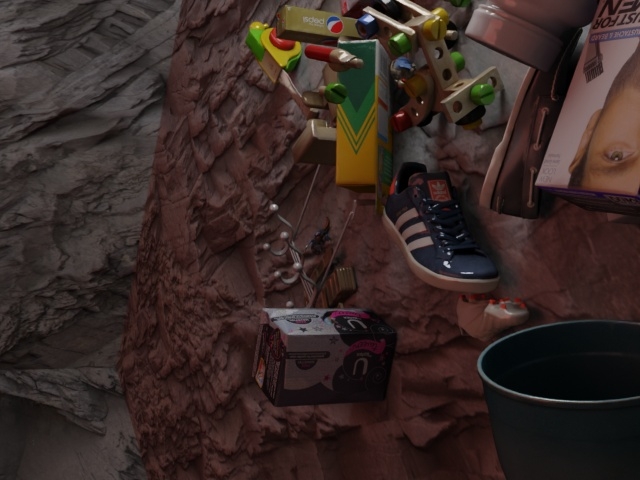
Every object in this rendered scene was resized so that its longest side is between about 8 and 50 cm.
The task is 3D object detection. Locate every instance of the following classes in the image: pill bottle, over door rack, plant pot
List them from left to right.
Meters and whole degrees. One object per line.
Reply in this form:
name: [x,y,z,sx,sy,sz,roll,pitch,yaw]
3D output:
over door rack: [-0.022,-0.032,2.030,0.324,0.108,0.239,-58,34,26]
pill bottle: [0.325,-0.399,1.240,0.318,0.176,0.176,-65,30,12]
plant pot: [0.346,0.262,1.142,0.271,0.272,0.255,18,120,64]

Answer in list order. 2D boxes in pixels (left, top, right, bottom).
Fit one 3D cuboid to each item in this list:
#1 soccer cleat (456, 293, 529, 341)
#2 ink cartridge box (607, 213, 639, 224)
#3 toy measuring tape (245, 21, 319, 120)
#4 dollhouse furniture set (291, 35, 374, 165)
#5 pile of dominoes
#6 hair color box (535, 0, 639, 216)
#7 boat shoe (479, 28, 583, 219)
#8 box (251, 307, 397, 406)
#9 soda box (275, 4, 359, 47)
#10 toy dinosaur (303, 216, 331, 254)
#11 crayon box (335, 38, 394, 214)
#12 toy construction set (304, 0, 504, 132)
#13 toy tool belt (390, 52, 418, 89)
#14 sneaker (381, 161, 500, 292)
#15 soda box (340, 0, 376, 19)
soccer cleat: [0.283,0.131,1.495,0.196,0.068,0.076,-178,86,-72]
ink cartridge box: [0.434,-0.086,1.195,0.135,0.056,0.099,147,121,-60]
toy measuring tape: [-0.072,-0.435,2.301,0.330,0.121,0.121,54,140,21]
dollhouse furniture set: [0.020,-0.290,1.975,0.212,0.161,0.242,132,135,-54]
pile of dominoes: [0.024,0.147,2.099,0.251,0.040,0.196,120,144,-59]
hair color box: [0.406,-0.201,1.108,0.185,0.110,0.339,15,86,64]
boat shoe: [0.343,-0.182,1.394,0.099,0.116,0.319,25,108,17]
box: [0.007,0.231,1.850,0.142,0.247,0.163,37,121,59]
soda box: [-0.006,-0.471,2.025,0.061,0.181,0.058,162,109,-64]
toy dinosaur: [0.000,0.000,2.160,0.090,0.047,0.082,-60,7,-20]
crayon box: [0.089,-0.208,1.785,0.203,0.083,0.323,6,-97,-77]
toy construction set: [0.161,-0.294,1.545,0.237,0.309,0.257,29,122,57]
toy tool belt: [0.165,-0.336,1.796,0.083,0.052,0.051,-92,23,-57]
sneaker: [0.205,-0.035,1.590,0.350,0.131,0.148,-131,45,-56]
soda box: [0.136,-0.532,1.831,0.263,0.092,0.083,155,114,-62]
